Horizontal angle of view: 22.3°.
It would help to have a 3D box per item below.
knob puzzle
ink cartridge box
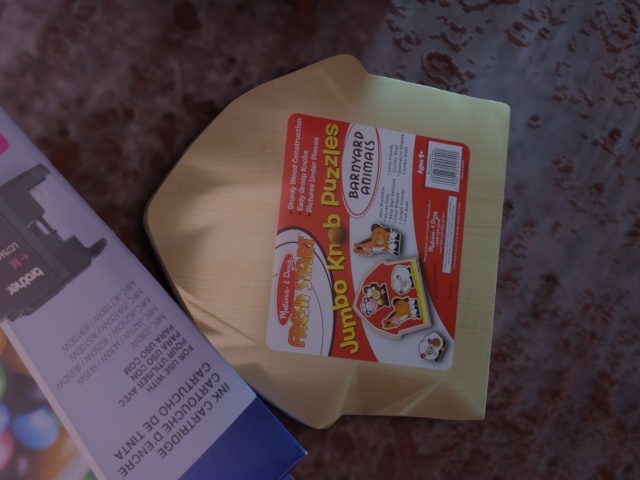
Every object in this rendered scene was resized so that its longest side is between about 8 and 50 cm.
[{"bbox_3d":[0.000,0.000,0.833,0.213,0.030,0.213,2,85,-23],"label":"knob puzzle"},{"bbox_3d":[-0.141,0.087,0.751,0.186,0.065,0.311,-44,104,-20],"label":"ink cartridge box"}]
